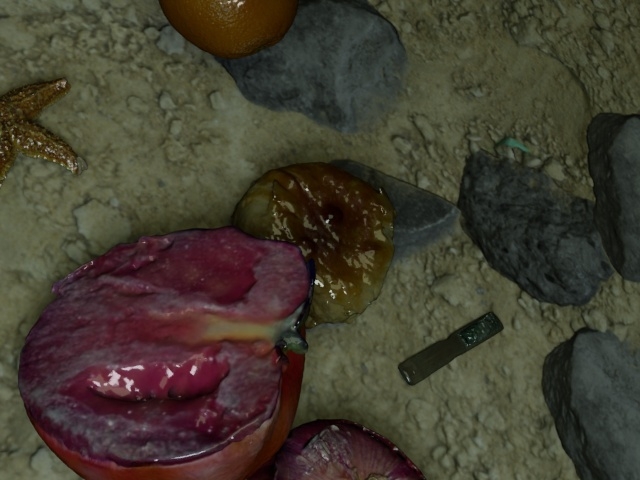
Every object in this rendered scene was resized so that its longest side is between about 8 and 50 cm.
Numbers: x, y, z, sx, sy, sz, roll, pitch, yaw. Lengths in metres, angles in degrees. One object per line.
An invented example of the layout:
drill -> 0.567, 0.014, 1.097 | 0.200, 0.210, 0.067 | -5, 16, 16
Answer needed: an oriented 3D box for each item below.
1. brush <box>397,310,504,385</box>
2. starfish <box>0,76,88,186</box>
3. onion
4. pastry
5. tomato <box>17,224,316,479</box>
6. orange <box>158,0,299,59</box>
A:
brush -> 0.181, 0.140, 1.350 | 0.190, 0.027, 0.034 | -24, 76, -34
starfish -> -0.390, -0.132, 1.180 | 0.240, 0.043, 0.227 | 32, 53, -7
onion -> 0.019, 0.309, 1.091 | 0.248, 0.161, 0.248 | 32, 37, -28
pastry -> 0.000, 0.000, 1.281 | 0.229, 0.100, 0.218 | -28, 80, -34
tomato -> -0.153, 0.139, 1.085 | 0.289, 0.176, 0.335 | 7, 47, 9
orange -> -0.123, -0.344, 1.346 | 0.206, 0.206, 0.206 | 13, 60, -22
